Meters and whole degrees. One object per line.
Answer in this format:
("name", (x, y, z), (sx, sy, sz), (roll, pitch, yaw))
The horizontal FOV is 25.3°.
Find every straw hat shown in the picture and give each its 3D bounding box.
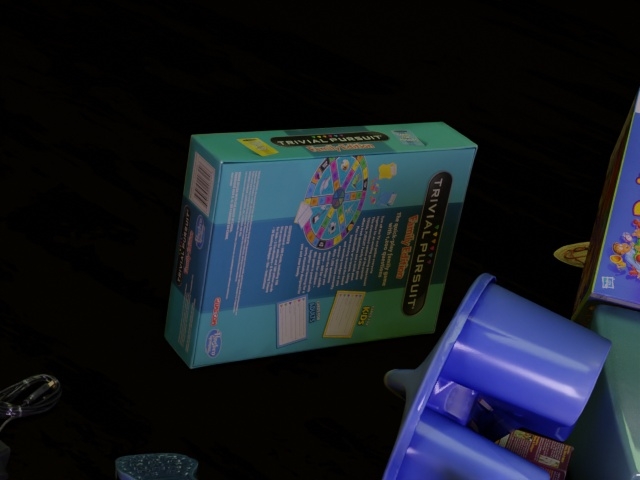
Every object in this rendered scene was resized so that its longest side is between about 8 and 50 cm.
("straw hat", (0.387, 0.046, 1.917), (0.144, 0.061, 0.144), (-3, 14, 1))

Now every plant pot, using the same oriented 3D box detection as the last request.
("plant pot", (0.347, 0.212, 1.461), (0.165, 0.166, 0.234), (11, 33, 0))

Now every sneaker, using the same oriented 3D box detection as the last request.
("sneaker", (-0.133, 0.254, 1.279), (0.081, 0.090, 0.232), (-1, 7, -20))

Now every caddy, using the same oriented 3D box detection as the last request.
("caddy", (0.140, 0.164, 1.312), (0.179, 0.241, 0.341), (25, -8, 12))

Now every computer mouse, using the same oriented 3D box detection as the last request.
("computer mouse", (-0.315, 0.183, 1.384), (0.071, 0.041, 0.242), (14, 25, 9))

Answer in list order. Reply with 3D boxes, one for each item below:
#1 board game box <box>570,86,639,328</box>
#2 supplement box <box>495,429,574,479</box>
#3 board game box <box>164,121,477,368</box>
("board game box", (0.367, -0.019, 1.671), (0.078, 0.233, 0.347), (14, -8, 8))
("supplement box", (0.216, 0.233, 1.487), (0.083, 0.043, 0.055), (16, 26, 13))
("board game box", (0.000, 0.000, 1.638), (0.336, 0.254, 0.079), (-6, 30, -31))
